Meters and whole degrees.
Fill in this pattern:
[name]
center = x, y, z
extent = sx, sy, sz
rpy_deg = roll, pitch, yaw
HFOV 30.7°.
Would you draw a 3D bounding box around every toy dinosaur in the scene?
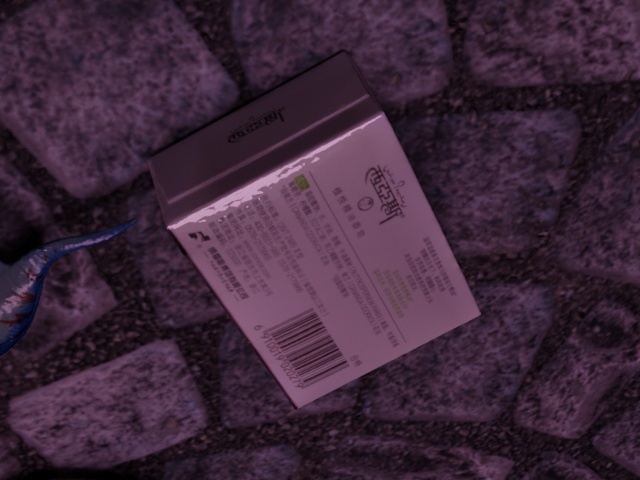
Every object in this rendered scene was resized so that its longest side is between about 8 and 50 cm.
[toy dinosaur]
center = -0.306, 0.071, 0.983
extent = 0.144, 0.076, 0.329
rpy_deg = 23, 119, -40

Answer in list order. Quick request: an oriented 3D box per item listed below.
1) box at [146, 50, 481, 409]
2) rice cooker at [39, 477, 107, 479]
[box]
center = 0.000, 0.000, 1.006
extent = 0.194, 0.111, 0.260
rpy_deg = -27, 129, 2
[rice cooker]
center = -0.239, 0.312, 1.164
extent = 0.206, 0.127, 0.145
rpy_deg = 7, 125, -28
